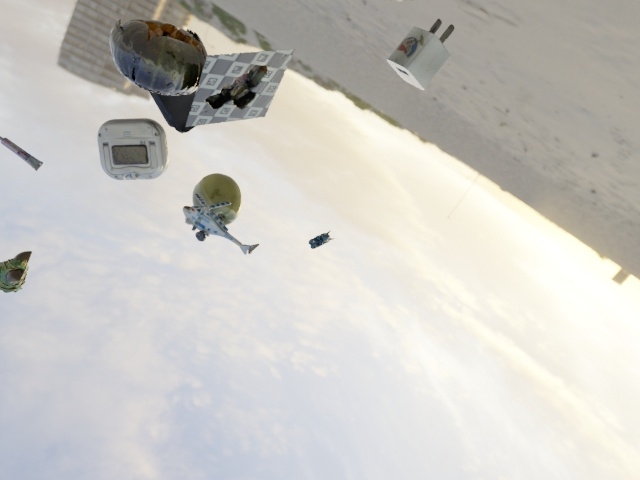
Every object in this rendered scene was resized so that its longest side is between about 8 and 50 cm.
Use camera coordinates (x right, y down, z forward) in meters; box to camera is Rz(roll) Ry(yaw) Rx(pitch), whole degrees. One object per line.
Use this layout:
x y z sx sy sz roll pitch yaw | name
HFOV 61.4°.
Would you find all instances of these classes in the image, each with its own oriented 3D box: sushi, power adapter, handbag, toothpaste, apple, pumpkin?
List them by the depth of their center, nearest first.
0.331 -0.600 1.690 0.125 0.204 0.130 32 -171 -42 | power adapter
-0.517 -0.594 1.753 0.321 0.192 0.320 18 -151 -10 | pumpkin
-0.286 -0.526 1.794 0.320 0.339 0.068 -18 -110 -32 | sushi
-1.112 -0.327 1.994 0.170 0.028 0.045 42 -131 -29 | toothpaste
-0.525 -0.611 2.065 0.118 0.269 0.325 31 153 44 | handbag
-0.514 -0.201 2.688 0.263 0.262 0.262 28 -159 -12 | apple

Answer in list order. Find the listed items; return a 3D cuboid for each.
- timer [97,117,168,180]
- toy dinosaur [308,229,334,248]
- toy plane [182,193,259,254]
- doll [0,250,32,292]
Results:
-0.727 -0.352 2.091 0.262 0.236 0.087 -2 -167 1 | timer
0.000 0.000 1.500 0.047 0.083 0.030 -20 -96 -51 | toy dinosaur
-0.319 -0.038 1.708 0.273 0.107 0.181 25 -140 -5 | toy plane
-0.678 0.062 1.172 0.077 0.113 0.078 20 -127 -23 | doll
